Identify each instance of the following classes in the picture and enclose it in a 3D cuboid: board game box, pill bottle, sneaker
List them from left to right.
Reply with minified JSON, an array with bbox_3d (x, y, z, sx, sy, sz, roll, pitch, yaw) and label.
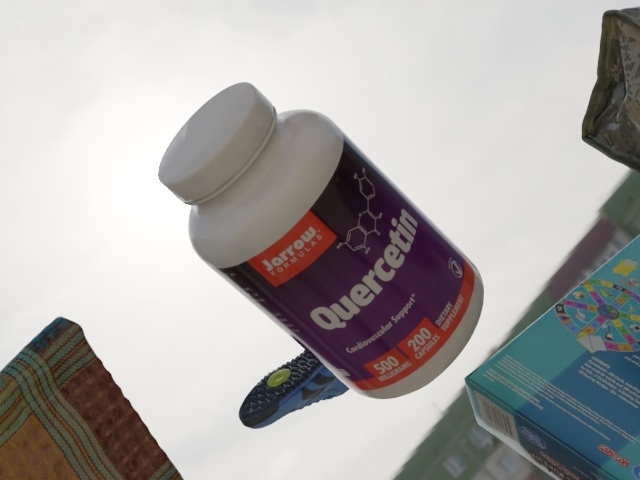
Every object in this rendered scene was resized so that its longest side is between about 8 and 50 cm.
[{"bbox_3d":[-0.003,0.170,1.449,0.209,0.069,0.082,-38,-62,-26],"label":"sneaker"},{"bbox_3d":[0.000,0.000,1.178,0.181,0.181,0.323,-46,-63,3],"label":"pill bottle"},{"bbox_3d":[0.355,0.121,1.216,0.336,0.254,0.079,-36,-49,-19],"label":"board game box"}]

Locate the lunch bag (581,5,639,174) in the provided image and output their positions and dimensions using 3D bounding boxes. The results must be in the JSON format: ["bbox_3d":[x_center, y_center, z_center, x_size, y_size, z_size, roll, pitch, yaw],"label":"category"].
[{"bbox_3d":[0.422,-0.114,1.114,0.235,0.287,0.168,-14,-53,-25],"label":"lunch bag"}]

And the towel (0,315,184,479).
[{"bbox_3d":[-0.229,0.265,0.942,0.040,0.271,0.370,-16,23,36],"label":"towel"}]
